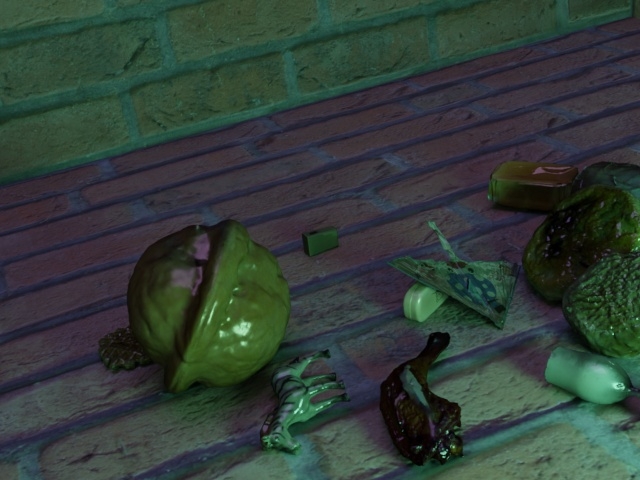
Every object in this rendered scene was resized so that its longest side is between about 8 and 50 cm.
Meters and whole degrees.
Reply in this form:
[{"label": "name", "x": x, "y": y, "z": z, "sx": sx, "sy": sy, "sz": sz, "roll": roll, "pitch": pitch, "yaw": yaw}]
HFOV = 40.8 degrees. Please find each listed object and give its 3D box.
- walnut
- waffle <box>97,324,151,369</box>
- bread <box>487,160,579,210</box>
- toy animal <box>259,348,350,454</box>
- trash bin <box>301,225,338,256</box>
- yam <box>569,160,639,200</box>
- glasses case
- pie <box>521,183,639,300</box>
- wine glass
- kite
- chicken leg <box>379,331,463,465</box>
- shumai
[{"label": "walnut", "x": -0.235, "y": 0.141, "z": 1.866, "sx": 0.383, "sy": 0.383, "sz": 0.383, "roll": -8, "pitch": 26, "yaw": 4}, {"label": "waffle", "x": -0.434, "y": 0.245, "z": 2.039, "sx": 0.183, "sy": 0.036, "sz": 0.169, "roll": -19, "pitch": 29, "yaw": -18}, {"label": "bread", "x": 0.599, "y": -0.149, "z": 2.410, "sx": 0.241, "sy": 0.107, "sz": 0.136, "roll": 6, "pitch": 33, "yaw": 30}, {"label": "toy animal", "x": -0.027, "y": 0.312, "z": 1.713, "sx": 0.170, "sy": 0.090, "sz": 0.255, "roll": -9, "pitch": 23, "yaw": 9}, {"label": "trash bin", "x": 0.000, "y": 0.000, "z": 2.364, "sx": 0.092, "sy": 0.061, "sz": 0.043, "roll": -17, "pitch": 27, "yaw": -22}, {"label": "yam", "x": 0.778, "y": -0.064, "z": 2.061, "sx": 0.241, "sy": 0.241, "sz": 0.348, "roll": -19, "pitch": 25, "yaw": -19}, {"label": "glasses case", "x": 0.259, "y": 0.117, "z": 2.011, "sx": 0.050, "sy": 0.083, "sz": 0.196, "roll": 13, "pitch": 35, "yaw": 35}, {"label": "pie", "x": 0.601, "y": -0.004, "z": 1.978, "sx": 0.323, "sy": 0.070, "sz": 0.323, "roll": -34, "pitch": 38, "yaw": 31}, {"label": "wine glass", "x": 0.527, "y": 0.263, "z": 1.615, "sx": 0.202, "sy": 0.093, "sz": 0.093, "roll": 17, "pitch": 36, "yaw": 43}, {"label": "kite", "x": 0.333, "y": 0.071, "z": 2.010, "sx": 0.406, "sy": 0.014, "sz": 0.368, "roll": 2, "pitch": 40, "yaw": -30}, {"label": "chicken leg", "x": 0.195, "y": 0.289, "z": 1.678, "sx": 0.158, "sy": 0.096, "sz": 0.407, "roll": -1, "pitch": 25, "yaw": 8}, {"label": "shumai", "x": 0.649, "y": 0.151, "z": 1.771, "sx": 0.261, "sy": 0.222, "sz": 0.225, "roll": -29, "pitch": 43, "yaw": 34}]
